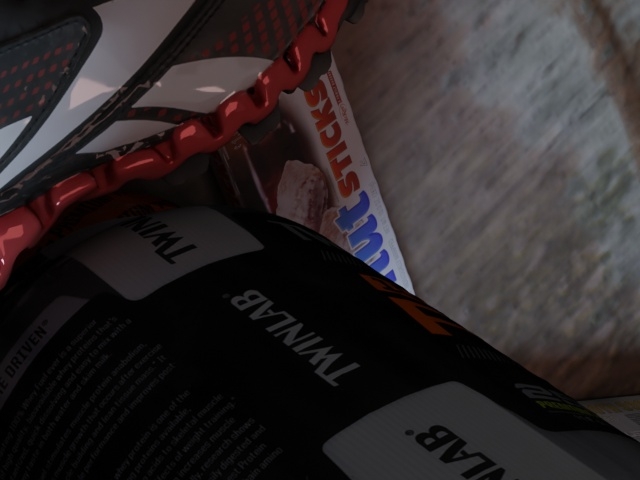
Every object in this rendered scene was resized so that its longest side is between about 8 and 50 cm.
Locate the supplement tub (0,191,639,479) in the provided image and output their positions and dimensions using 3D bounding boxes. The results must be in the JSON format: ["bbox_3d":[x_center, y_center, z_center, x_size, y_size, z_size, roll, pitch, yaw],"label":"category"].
[{"bbox_3d":[-0.005,0.116,0.683,0.207,0.338,0.207,-18,123,-31],"label":"supplement tub"}]

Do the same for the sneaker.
[{"bbox_3d":[-0.098,-0.073,0.675,0.276,0.097,0.135,-35,132,-17],"label":"sneaker"}]

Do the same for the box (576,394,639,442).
[{"bbox_3d":[0.139,0.177,1.023,0.231,0.056,0.183,-2,113,-38],"label":"box"}]

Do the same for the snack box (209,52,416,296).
[{"bbox_3d":[0.000,0.000,0.843,0.064,0.022,0.178,-36,130,-19],"label":"snack box"}]
